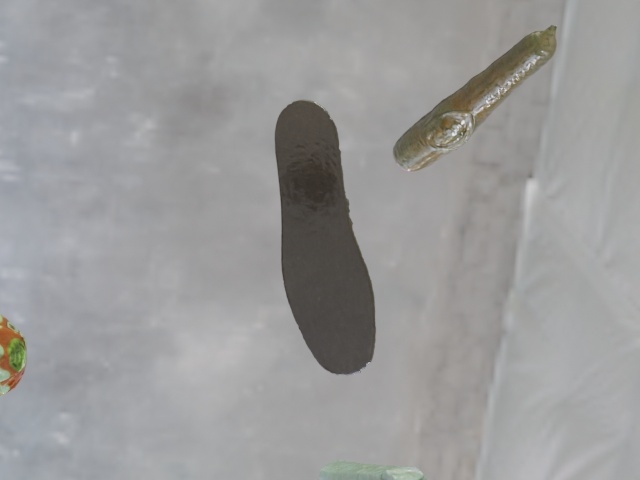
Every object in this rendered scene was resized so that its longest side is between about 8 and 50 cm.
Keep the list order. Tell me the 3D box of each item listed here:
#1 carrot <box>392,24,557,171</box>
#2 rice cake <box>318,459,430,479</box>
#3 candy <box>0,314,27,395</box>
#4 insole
[{"bbox_3d":[0.208,-0.187,2.100,0.342,0.070,0.070,-40,-137,46],"label":"carrot"},{"bbox_3d":[0.071,0.350,2.219,0.206,0.069,0.063,-7,-93,53],"label":"rice cake"},{"bbox_3d":[-0.423,0.128,1.489,0.084,0.288,0.078,-108,-170,-51],"label":"candy"},{"bbox_3d":[0.000,0.000,1.794,0.007,0.111,0.327,-32,116,-65],"label":"insole"}]
